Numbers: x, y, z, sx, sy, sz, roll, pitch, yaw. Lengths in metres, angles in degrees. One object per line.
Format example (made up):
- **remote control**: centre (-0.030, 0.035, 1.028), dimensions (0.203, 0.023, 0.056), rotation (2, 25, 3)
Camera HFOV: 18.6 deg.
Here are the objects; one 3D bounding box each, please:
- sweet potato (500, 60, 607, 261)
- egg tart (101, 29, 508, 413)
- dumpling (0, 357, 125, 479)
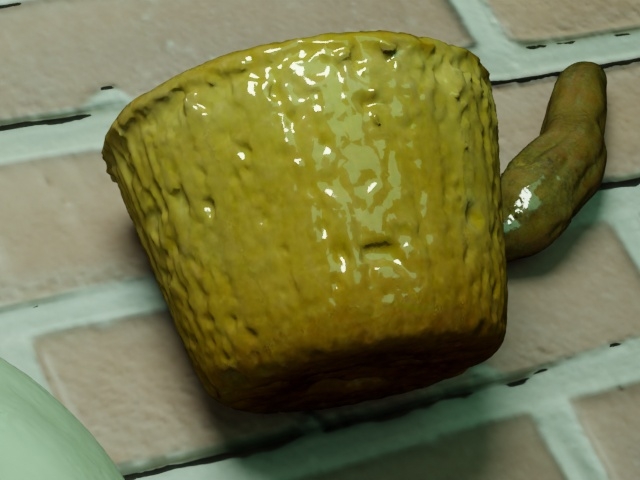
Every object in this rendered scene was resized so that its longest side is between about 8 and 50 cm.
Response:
- **sweet potato**: centre (0.135, -0.045, 1.111), dimensions (0.053, 0.054, 0.182), rotation (41, 49, -5)
- **egg tart**: centre (0.000, 0.000, 0.951), dimensions (0.203, 0.202, 0.147), rotation (-4, 74, -26)
- **dumpling**: centre (-0.176, 0.140, 0.771), dimensions (0.212, 0.270, 0.320), rotation (-38, 102, -15)
